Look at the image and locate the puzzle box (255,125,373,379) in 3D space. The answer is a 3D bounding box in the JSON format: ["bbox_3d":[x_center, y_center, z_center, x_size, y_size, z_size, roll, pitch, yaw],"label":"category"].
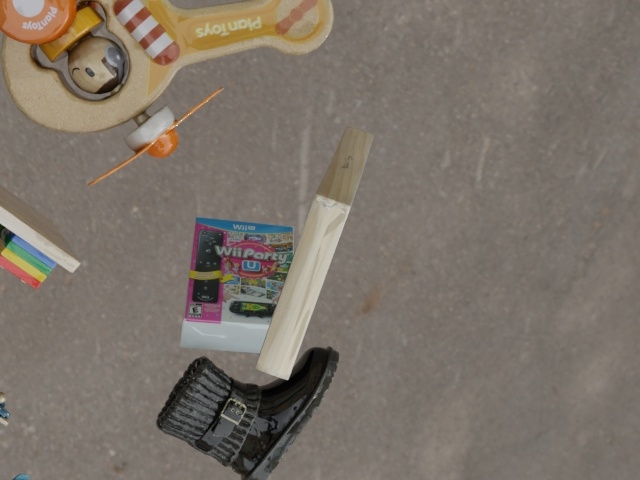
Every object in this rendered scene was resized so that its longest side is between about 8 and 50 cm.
[{"bbox_3d":[0.000,0.000,1.398,0.052,0.409,0.272,19,110,1],"label":"puzzle box"}]

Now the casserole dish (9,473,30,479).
[{"bbox_3d":[-0.542,0.518,1.664,0.114,0.037,0.188,39,56,-65],"label":"casserole dish"}]

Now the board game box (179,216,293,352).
[{"bbox_3d":[-0.172,0.093,1.966,0.224,0.303,0.097,5,132,-7],"label":"board game box"}]

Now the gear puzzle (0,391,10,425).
[{"bbox_3d":[-0.693,0.235,1.771,0.044,0.339,0.175,-49,130,-15],"label":"gear puzzle"}]

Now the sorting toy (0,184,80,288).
[{"bbox_3d":[-0.574,-0.035,1.628,0.257,0.255,0.089,41,86,-31],"label":"sorting toy"}]

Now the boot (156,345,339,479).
[{"bbox_3d":[-0.143,0.303,1.894,0.260,0.131,0.348,38,70,-5],"label":"boot"}]

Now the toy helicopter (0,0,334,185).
[{"bbox_3d":[-0.158,-0.196,0.987,0.355,0.140,0.234,-11,100,0],"label":"toy helicopter"}]
